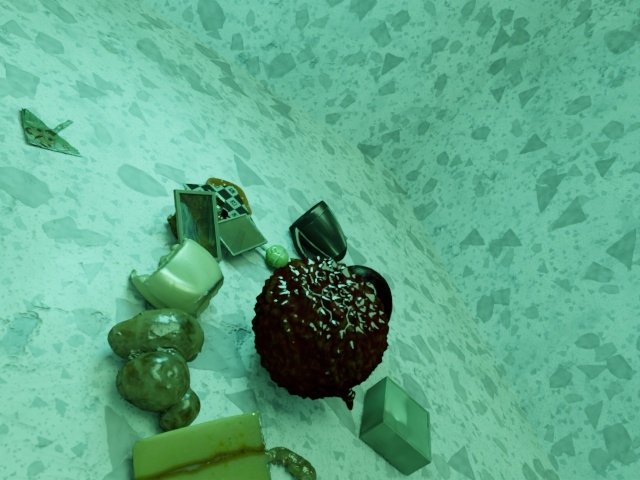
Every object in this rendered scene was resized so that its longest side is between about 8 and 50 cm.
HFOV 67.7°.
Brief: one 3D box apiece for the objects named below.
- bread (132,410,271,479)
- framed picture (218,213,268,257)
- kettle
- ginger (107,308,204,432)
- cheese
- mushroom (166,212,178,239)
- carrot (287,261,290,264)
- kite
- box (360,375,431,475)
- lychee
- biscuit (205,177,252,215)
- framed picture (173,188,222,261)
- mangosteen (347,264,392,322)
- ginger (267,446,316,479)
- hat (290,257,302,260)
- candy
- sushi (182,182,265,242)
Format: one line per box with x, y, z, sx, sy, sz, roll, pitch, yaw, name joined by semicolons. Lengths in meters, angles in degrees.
-0.247;0.453;0.967;0.163;0.264;0.168;11;54;-45;bread
-0.302;-0.023;1.770;0.150;0.015;0.203;50;34;10;framed picture
0.013;-0.011;2.148;0.271;0.207;0.251;50;18;-9;kettle
-0.388;0.304;1.150;0.244;0.155;0.304;30;37;-43;ginger
-0.412;0.108;1.409;0.233;0.127;0.266;40;24;-6;cheese
-0.463;-0.050;1.631;0.127;0.087;0.127;42;40;-48;mushroom
-0.094;0.158;1.891;0.060;0.060;0.186;12;41;-49;carrot
-0.858;-0.348;1.533;0.229;0.012;0.250;42;25;-16;kite
0.263;0.640;1.656;0.225;0.117;0.225;42;25;-9;box
0.009;0.290;1.459;0.500;0.424;0.424;63;24;-9;lychee
-0.382;-0.176;1.973;0.186;0.036;0.192;13;41;-45;biscuit
-0.411;-0.046;1.608;0.184;0.016;0.250;-2;86;-58;framed picture
0.112;0.245;1.791;0.330;0.330;0.330;35;27;-21;mangosteen
-0.079;0.600;1.283;0.173;0.051;0.069;33;22;-16;ginger
-0.035;0.122;1.924;0.193;0.082;0.193;52;3;-3;hat
-0.268;-0.005;1.874;0.335;0.093;0.092;35;-17;-2;candy
-0.382;-0.089;1.819;0.263;0.050;0.290;-3;54;-47;sushi
